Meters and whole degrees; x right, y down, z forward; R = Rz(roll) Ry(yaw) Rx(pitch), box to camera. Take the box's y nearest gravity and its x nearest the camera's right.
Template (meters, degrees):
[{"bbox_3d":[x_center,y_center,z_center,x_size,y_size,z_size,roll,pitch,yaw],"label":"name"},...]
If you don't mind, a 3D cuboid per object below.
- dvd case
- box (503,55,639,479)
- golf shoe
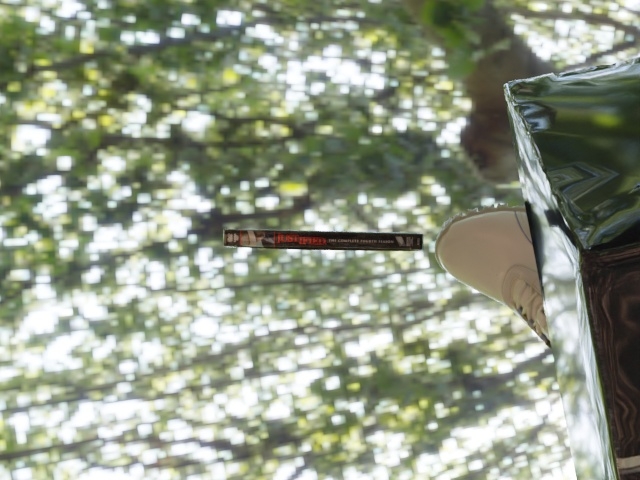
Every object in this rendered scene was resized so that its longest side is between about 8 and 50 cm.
[{"bbox_3d":[0.000,0.000,0.981,0.120,0.087,0.013,0,-90,-2],"label":"dvd case"},{"bbox_3d":[0.269,0.080,0.682,0.313,0.179,0.343,-13,-63,4],"label":"box"},{"bbox_3d":[0.147,0.032,0.985,0.176,0.086,0.069,16,-53,18],"label":"golf shoe"}]
